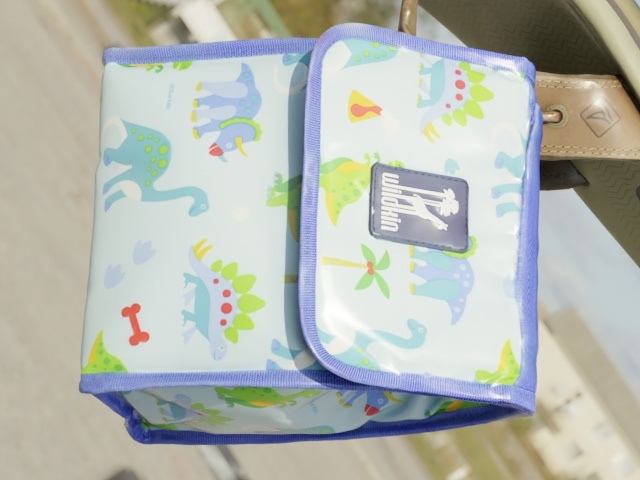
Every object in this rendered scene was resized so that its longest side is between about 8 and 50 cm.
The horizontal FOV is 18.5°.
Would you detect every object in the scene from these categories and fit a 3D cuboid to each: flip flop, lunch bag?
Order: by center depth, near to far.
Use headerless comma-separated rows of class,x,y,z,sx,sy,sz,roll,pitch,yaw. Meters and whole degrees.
lunch bag,0.000,0.000,0.675,0.096,0.151,0.129,62,29,-68
flip flop,0.092,-0.046,0.804,0.277,0.080,0.112,50,-19,-8
